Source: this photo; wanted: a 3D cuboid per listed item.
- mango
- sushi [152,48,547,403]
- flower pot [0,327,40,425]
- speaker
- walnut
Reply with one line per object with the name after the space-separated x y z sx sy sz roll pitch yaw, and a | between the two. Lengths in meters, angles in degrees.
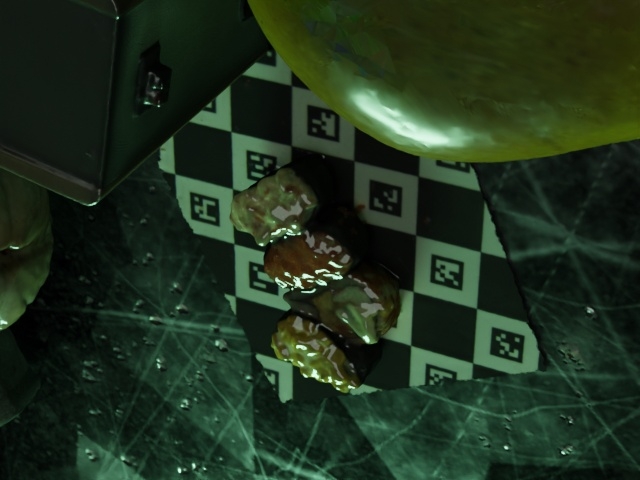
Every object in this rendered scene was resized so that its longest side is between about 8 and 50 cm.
0.123 -0.156 0.925 0.365 0.182 0.253 13 132 30 | mango
0.000 0.000 1.196 0.264 0.050 0.290 -10 113 34 | sushi
-0.354 0.120 1.438 0.229 0.103 0.108 -16 111 34 | flower pot
-0.144 -0.162 1.054 0.192 0.231 0.153 23 128 15 | speaker
-0.314 -0.012 1.297 0.230 0.178 0.178 21 128 31 | walnut
